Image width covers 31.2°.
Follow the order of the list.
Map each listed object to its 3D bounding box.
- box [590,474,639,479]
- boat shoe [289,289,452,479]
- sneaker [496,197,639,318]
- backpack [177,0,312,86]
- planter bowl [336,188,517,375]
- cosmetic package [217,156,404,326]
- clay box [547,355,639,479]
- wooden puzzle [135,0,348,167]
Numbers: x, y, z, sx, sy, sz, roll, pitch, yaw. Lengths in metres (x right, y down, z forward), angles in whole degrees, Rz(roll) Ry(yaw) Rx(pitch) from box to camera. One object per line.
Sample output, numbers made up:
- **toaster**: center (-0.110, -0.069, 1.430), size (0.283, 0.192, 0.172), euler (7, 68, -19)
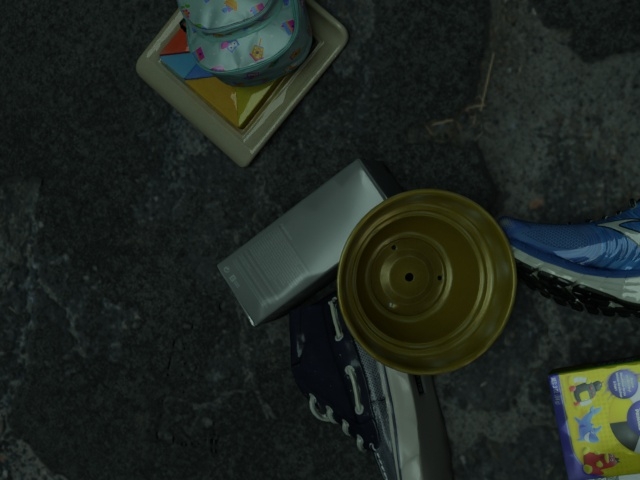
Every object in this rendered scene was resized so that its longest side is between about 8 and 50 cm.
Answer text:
- **box**: center (0.407, 0.267, 1.357), size (0.169, 0.087, 0.289), euler (31, 100, 15)
- **boat shoe**: center (0.061, 0.218, 1.463), size (0.158, 0.127, 0.340), euler (-14, 78, 23)
- **sneaker**: center (0.366, 0.012, 1.360), size (0.330, 0.130, 0.147), euler (12, 75, 22)
- **backpack**: center (-0.101, -0.294, 1.447), size (0.166, 0.144, 0.188), euler (-18, 86, 8)
- **planter bowl**: center (0.116, 0.046, 1.362), size (0.217, 0.090, 0.217), euler (-1, 93, -11)
- **cosmetic package**: center (0.000, 0.000, 1.466), size (0.238, 0.127, 0.107), euler (-34, 82, 18)
- **clay box**: center (0.379, 0.192, 1.289), size (0.222, 0.053, 0.127), euler (-12, 88, 20)
- **wooden puzzle**: center (-0.112, -0.253, 1.539), size (0.221, 0.044, 0.238), euler (42, 104, 13)
